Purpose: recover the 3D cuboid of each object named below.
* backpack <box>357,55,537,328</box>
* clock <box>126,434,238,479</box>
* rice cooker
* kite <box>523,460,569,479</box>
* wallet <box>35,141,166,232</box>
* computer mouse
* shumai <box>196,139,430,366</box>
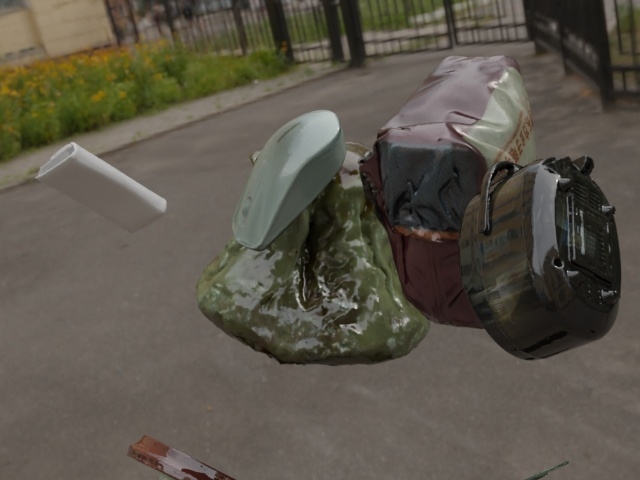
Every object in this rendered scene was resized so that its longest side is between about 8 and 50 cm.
[{"bbox_3d":[0.175,-0.047,1.119,0.197,0.317,0.283,8,37,28],"label":"backpack"},{"bbox_3d":[-0.197,0.439,1.543,0.319,0.318,0.080,8,66,49],"label":"clock"},{"bbox_3d":[0.174,0.011,0.692,0.112,0.165,0.106,23,-28,-31],"label":"rice cooker"},{"bbox_3d":[0.247,0.421,1.394,0.335,0.011,0.314,-37,-26,29],"label":"kite"},{"bbox_3d":[-0.218,-0.050,0.885,0.061,0.122,0.025,-31,46,27],"label":"wallet"},{"bbox_3d":[-0.055,-0.091,1.244,0.231,0.079,0.128,-51,32,4],"label":"computer mouse"},{"bbox_3d":[0.000,0.000,1.422,0.398,0.323,0.324,15,19,22],"label":"shumai"}]
